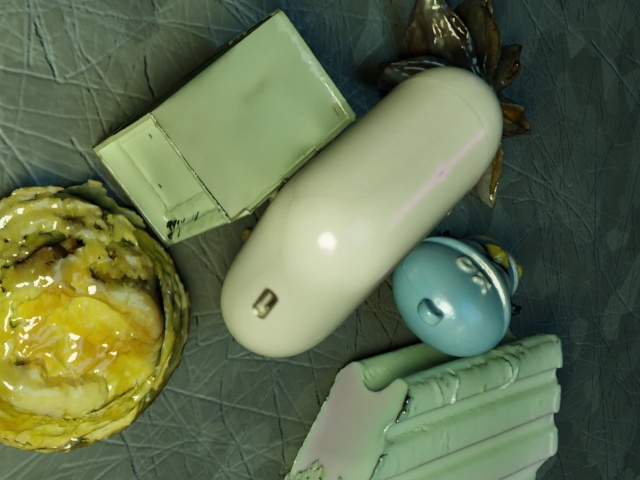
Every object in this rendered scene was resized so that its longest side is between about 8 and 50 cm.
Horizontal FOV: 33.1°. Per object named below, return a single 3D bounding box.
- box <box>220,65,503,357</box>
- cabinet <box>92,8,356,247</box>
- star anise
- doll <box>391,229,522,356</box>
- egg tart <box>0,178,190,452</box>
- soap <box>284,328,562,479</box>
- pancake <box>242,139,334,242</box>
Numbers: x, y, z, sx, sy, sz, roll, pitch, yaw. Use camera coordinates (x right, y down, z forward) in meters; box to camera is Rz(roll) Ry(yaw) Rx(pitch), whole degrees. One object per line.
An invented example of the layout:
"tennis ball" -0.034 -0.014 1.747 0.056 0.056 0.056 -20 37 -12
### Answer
"box" 0.046 -0.031 1.183 0.141 0.288 0.349 42 53 5
"cabinet" -0.100 -0.113 1.144 0.206 0.145 0.150 -45 106 -32
"star anise" 0.183 -0.192 1.485 0.332 0.117 0.331 4 85 -49
"doll" 0.198 0.062 1.490 0.177 0.141 0.314 47 28 7
"egg tart" -0.241 0.080 1.078 0.297 0.132 0.297 -7 101 -40
"soap" 0.154 0.280 1.496 0.446 0.156 0.261 -11 107 -45
"pancake" 0.000 0.000 1.365 0.212 0.056 0.257 -53 123 -36
